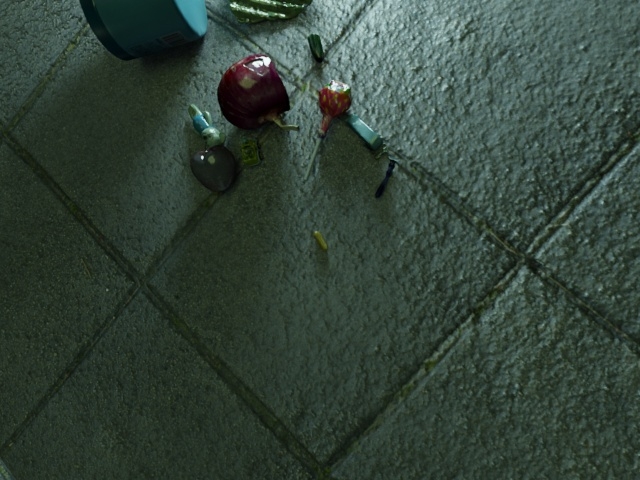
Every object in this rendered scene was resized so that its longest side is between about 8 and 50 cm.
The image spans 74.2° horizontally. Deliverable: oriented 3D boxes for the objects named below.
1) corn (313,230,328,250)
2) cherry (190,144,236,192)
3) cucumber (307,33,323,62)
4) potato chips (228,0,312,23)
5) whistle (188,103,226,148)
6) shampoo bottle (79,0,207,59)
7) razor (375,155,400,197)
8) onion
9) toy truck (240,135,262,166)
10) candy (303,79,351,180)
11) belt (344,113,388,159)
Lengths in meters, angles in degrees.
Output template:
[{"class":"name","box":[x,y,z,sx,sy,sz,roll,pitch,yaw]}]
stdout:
[{"class":"corn","box":[0.000,0.000,1.513,0.027,0.028,0.083,-34,81,25]},{"class":"cherry","box":[-0.391,-0.273,1.581,0.176,0.140,0.175,3,119,6]},{"class":"cucumber","box":[-0.015,-0.710,1.577,0.048,0.048,0.105,-16,83,12]},{"class":"potato chips","box":[-0.192,-1.033,1.627,0.390,0.097,0.372,-9,81,12]},{"class":"whistle","box":[-0.451,-0.438,1.645,0.114,0.077,0.235,-45,72,31]},{"class":"shampoo bottle","box":[-0.654,-0.896,1.608,0.343,0.331,0.330,-9,82,12]},{"class":"razor","box":[0.229,-0.216,1.476,0.044,0.028,0.154,24,90,23]},{"class":"onion","box":[-0.254,-0.519,1.520,0.231,0.256,0.272,-27,56,-5]},{"class":"toy truck","box":[-0.269,-0.340,1.587,0.076,0.077,0.111,-15,81,12]},{"class":"candy","box":[0.010,-0.387,1.514,0.124,0.124,0.364,21,97,15]},{"class":"belt","box":[0.158,-0.377,1.495,0.065,0.100,0.179,-41,62,8]}]
